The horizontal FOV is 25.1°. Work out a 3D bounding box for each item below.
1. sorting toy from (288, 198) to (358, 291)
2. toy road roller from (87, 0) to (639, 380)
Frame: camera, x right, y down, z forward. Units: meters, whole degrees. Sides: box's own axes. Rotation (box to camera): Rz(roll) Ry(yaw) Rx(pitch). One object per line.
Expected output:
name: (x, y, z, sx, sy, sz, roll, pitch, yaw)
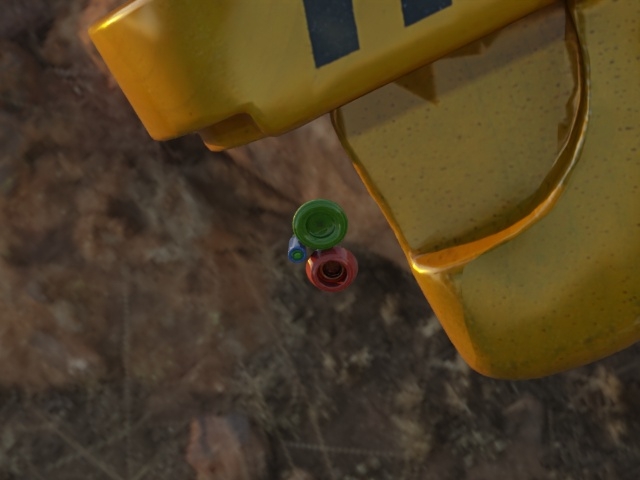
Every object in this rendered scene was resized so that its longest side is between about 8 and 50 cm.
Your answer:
sorting toy: (0.000, 0.000, 1.348, 0.061, 0.102, 0.042, -10, 27, 5)
toy road roller: (0.084, -0.115, 0.359, 0.330, 0.240, 0.202, -23, 15, 30)
